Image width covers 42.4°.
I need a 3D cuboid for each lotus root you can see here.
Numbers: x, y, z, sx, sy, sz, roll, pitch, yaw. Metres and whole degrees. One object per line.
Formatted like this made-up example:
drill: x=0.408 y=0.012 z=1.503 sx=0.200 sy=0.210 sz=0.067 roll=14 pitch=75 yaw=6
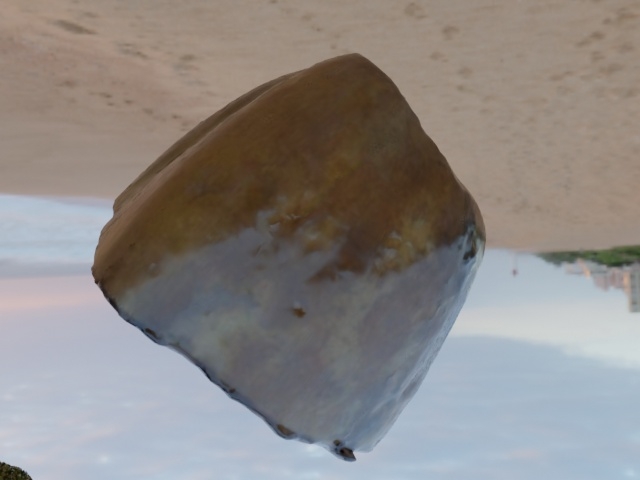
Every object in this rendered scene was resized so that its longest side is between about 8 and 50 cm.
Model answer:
lotus root: x=0.000 y=0.000 z=0.695 sx=0.250 sy=0.316 sz=0.316 roll=-46 pitch=176 yaw=1

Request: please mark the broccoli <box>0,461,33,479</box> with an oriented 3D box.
broccoli: x=-0.213 y=0.204 z=0.492 sx=0.120 sy=0.131 sz=0.130 roll=14 pitch=-153 yaw=15
